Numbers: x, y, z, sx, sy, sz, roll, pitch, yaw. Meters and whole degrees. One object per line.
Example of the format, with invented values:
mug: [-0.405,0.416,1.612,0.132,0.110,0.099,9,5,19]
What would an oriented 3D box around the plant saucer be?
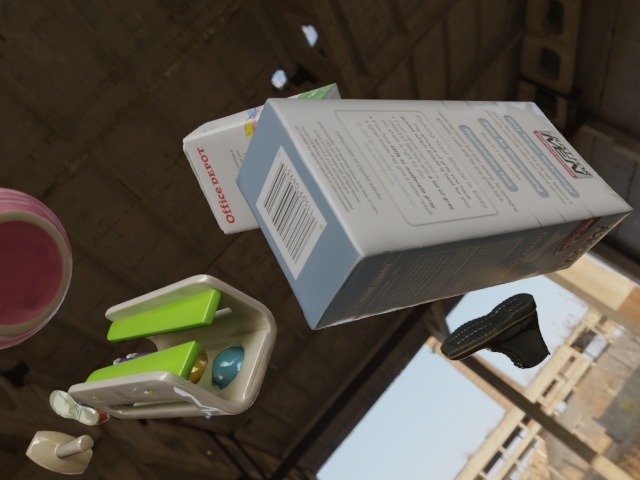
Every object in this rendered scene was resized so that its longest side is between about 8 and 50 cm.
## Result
plant saucer: [-0.634,0.060,1.204,0.332,0.084,0.331,-13,-75,-57]

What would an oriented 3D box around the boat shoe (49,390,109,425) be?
boat shoe: [-0.511,0.354,1.273,0.043,0.137,0.049,24,-97,-71]

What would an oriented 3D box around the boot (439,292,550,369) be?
boot: [0.332,0.203,1.109,0.198,0.077,0.137,-28,-73,-5]

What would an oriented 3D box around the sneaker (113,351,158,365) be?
sneaker: [-0.331,0.234,1.110,0.071,0.068,0.170,-18,6,0]

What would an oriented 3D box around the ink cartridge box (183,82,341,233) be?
ink cartridge box: [-0.079,-0.145,1.107,0.117,0.278,0.201,-63,-43,-57]

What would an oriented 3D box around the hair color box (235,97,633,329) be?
hair color box: [0.126,-0.046,0.623,0.375,0.185,0.113,-8,-35,-33]

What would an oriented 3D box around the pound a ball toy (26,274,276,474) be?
pound a ball toy: [-0.203,0.185,0.727,0.136,0.319,0.208,35,-126,-28]
